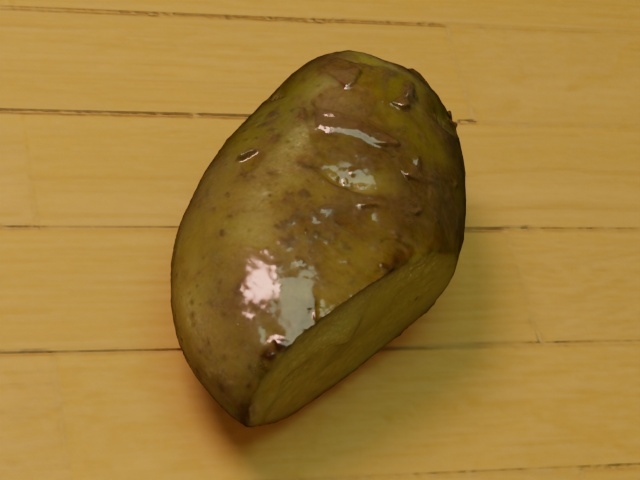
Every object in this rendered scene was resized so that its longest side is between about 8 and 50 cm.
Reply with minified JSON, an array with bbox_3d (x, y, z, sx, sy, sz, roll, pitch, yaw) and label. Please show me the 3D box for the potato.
[{"bbox_3d":[0.000,0.000,1.255,0.176,0.141,0.298,18,55,12],"label":"potato"}]
